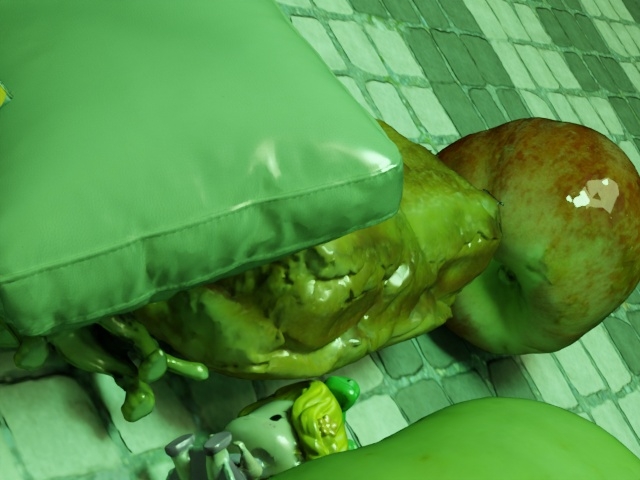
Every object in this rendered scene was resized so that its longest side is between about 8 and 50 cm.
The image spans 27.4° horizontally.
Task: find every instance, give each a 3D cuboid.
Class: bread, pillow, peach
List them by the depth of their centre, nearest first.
[{"bbox_3d":[-0.121,-0.082,0.807,0.322,0.255,0.119,-126,-156,-47],"label":"pillow"},{"bbox_3d":[-0.001,0.006,1.000,0.195,0.148,0.344,40,23,19],"label":"bread"},{"bbox_3d":[0.206,-0.015,1.255,0.232,0.232,0.256,48,40,-10],"label":"peach"}]

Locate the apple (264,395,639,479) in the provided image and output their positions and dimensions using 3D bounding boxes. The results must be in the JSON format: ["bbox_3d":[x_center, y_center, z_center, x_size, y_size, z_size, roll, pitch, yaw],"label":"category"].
[{"bbox_3d":[0.059,0.256,0.650,0.357,0.357,0.357,36,34,-29],"label":"apple"}]

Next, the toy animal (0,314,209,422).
[{"bbox_3d":[-0.166,0.043,0.815,0.181,0.073,0.136,8,36,-46],"label":"toy animal"}]

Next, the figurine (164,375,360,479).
[{"bbox_3d":[-0.025,0.159,0.881,0.156,0.095,0.115,-28,114,-51],"label":"figurine"}]

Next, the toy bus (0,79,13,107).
[{"bbox_3d":[-0.234,-0.110,0.731,0.162,0.069,0.074,50,-4,47],"label":"toy bus"}]
